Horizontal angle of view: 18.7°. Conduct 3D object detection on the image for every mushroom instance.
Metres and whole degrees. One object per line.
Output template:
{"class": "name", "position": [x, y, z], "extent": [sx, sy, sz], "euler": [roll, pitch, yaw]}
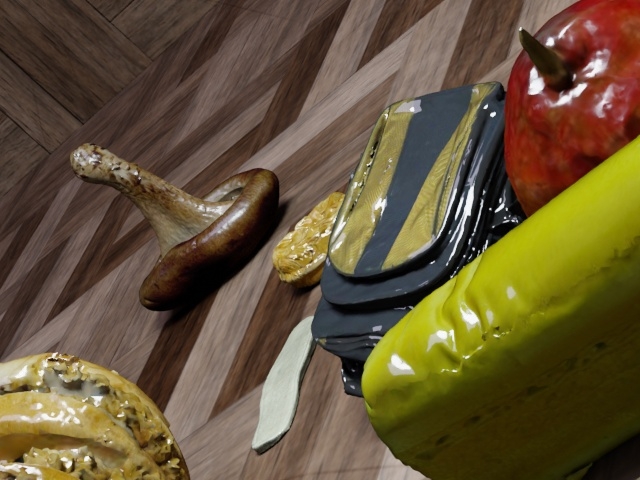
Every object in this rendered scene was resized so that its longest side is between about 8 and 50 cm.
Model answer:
{"class": "mushroom", "position": [-0.178, -0.045, 2.191], "extent": [0.227, 0.217, 0.148], "euler": [-40, 16, 24]}

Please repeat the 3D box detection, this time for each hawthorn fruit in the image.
{"class": "hawthorn fruit", "position": [0.199, -0.069, 1.253], "extent": [0.189, 0.251, 0.189], "euler": [-27, 52, 41]}

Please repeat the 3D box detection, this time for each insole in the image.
{"class": "insole", "position": [-0.032, 0.128, 1.768], "extent": [0.063, 0.010, 0.192], "euler": [-39, 17, 27]}

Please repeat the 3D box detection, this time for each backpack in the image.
{"class": "backpack", "position": [0.087, 0.013, 1.534], "extent": [0.206, 0.133, 0.258], "euler": [-13, 43, 50]}

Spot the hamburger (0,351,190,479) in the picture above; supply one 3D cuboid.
{"class": "hamburger", "position": [-0.221, 0.228, 1.620], "extent": [0.211, 0.245, 0.260], "euler": [-73, -10, -63]}

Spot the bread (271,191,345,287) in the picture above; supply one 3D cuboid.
{"class": "bread", "position": [0.000, 0.000, 1.931], "extent": [0.111, 0.044, 0.083], "euler": [-46, 17, -2]}

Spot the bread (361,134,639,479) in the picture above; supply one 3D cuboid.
{"class": "bread", "position": [0.188, 0.021, 1.140], "extent": [0.383, 0.166, 0.112], "euler": [-39, 38, 32]}

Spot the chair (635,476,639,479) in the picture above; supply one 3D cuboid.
{"class": "chair", "position": [0.166, 0.173, 0.986], "extent": [0.221, 0.104, 0.095], "euler": [-31, 40, 41]}
